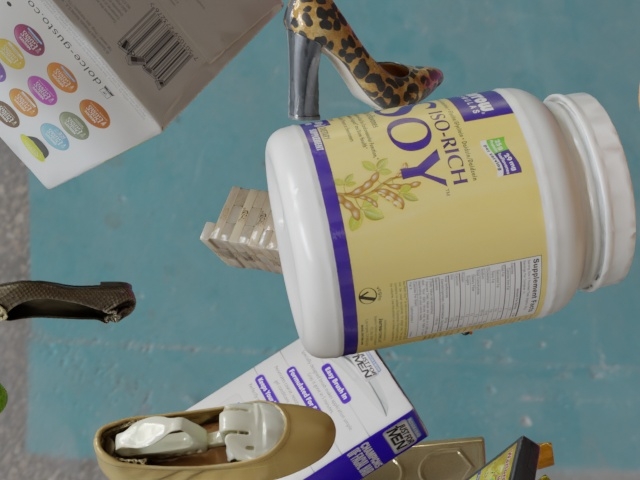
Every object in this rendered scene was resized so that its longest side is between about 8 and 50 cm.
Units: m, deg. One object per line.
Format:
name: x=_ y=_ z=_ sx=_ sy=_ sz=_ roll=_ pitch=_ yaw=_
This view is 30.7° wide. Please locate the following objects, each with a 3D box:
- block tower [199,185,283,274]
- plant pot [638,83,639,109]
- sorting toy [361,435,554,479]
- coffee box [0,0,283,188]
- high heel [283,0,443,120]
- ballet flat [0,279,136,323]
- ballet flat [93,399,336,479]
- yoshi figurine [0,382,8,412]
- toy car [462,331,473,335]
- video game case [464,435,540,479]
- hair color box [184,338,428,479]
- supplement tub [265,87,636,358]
block tower: x=0.000 y=0.000 z=1.618 sx=0.091 sy=0.336 sz=0.097 roll=50 pitch=55 yaw=-51
plant pot: x=0.448 y=-0.070 z=1.078 sx=0.291 sy=0.203 sz=0.290 roll=-10 pitch=44 yaw=10
sorting toy: x=0.179 y=0.365 z=1.645 sx=0.307 sy=0.041 sz=0.229 roll=-7 pitch=34 yaw=10
coffee box: x=-0.336 y=-0.335 z=1.725 sx=0.337 sy=0.334 sz=0.338 roll=51 pitch=51 yaw=-19
high heel: x=0.068 y=-0.265 z=1.539 sx=0.261 sy=0.093 sz=0.186 roll=-14 pitch=116 yaw=-33
ballet flat: x=-0.389 y=0.097 z=1.708 sx=0.250 sy=0.084 sz=0.058 roll=1 pitch=67 yaw=-30
ballet flat: x=-0.103 y=0.189 z=1.096 sx=0.232 sy=0.073 sz=0.080 roll=-11 pitch=53 yaw=7
yoshi figurine: x=-0.651 y=0.282 z=1.730 sx=0.362 sy=0.203 sz=0.203 roll=1 pitch=42 yaw=-22
toy car: x=0.142 y=0.058 z=1.387 sx=0.040 sy=0.060 sz=0.122 roll=-47 pitch=105 yaw=-10
video game case: x=0.158 y=0.395 z=1.391 sx=0.035 sy=0.248 sz=0.275 roll=34 pitch=41 yaw=-7
hair color box: x=-0.050 y=0.264 z=1.552 sx=0.339 sy=0.110 sz=0.185 roll=-33 pitch=54 yaw=-1
supplement tub: x=0.125 y=-0.023 z=1.191 sx=0.331 sy=0.241 sz=0.241 roll=-11 pitch=69 yaw=-6
